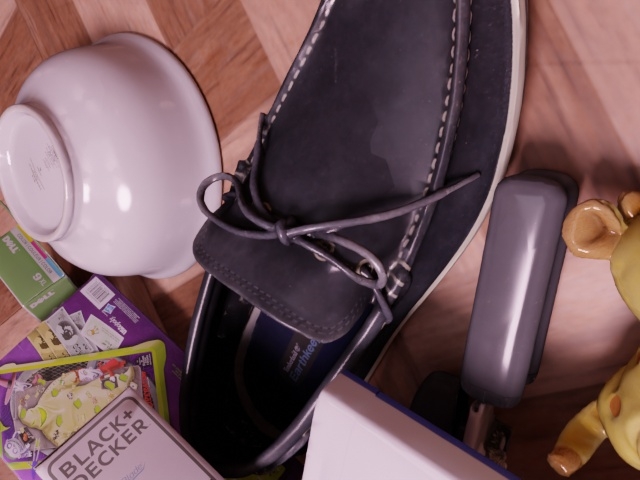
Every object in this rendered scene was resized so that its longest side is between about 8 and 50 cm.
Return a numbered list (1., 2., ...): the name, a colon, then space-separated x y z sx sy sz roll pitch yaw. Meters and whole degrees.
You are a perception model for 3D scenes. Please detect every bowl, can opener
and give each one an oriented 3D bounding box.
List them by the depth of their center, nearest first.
1. can opener: 0.121 0.084 0.382 0.093 0.074 0.281 21 114 30
2. bowl: -0.262 -0.081 0.570 0.297 0.134 0.298 11 110 33

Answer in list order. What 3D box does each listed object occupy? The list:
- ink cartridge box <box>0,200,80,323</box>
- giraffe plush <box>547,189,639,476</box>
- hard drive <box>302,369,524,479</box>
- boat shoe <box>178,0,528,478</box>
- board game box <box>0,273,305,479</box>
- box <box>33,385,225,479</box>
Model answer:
1. ink cartridge box: -0.368 0.053 0.664 0.109 0.062 0.209 41 156 20
2. giraffe plush: 0.224 0.051 0.269 0.210 0.181 0.171 179 87 -70
3. hard drive: 0.122 0.246 0.323 0.318 0.040 0.211 26 124 28
4. boat shoe: 0.000 0.000 0.396 0.186 0.156 0.501 34 119 25
5. board game box: -0.210 0.219 0.567 0.346 0.208 0.056 39 157 14
6. box: -0.092 0.271 0.421 0.290 0.087 0.169 38 145 12
